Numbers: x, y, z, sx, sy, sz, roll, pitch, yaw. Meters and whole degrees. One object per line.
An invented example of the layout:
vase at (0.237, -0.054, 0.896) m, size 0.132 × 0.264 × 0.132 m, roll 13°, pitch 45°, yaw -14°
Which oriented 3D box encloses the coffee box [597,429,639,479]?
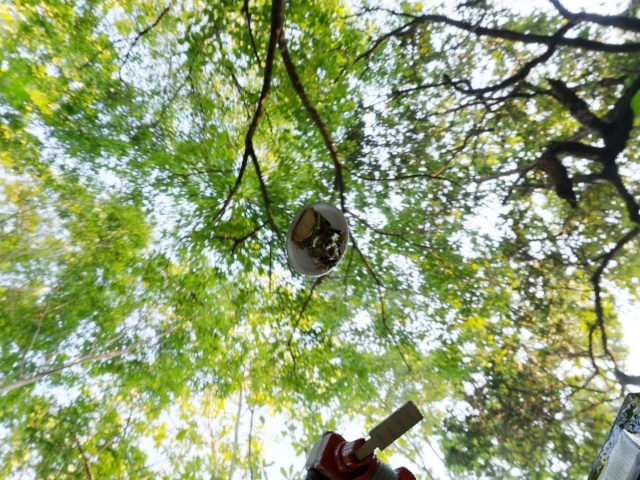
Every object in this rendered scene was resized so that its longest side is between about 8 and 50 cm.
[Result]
coffee box at (0.381, 0.404, 0.594) m, size 0.168 × 0.119 × 0.298 m, roll 25°, pitch -86°, yaw 19°

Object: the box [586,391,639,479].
box at (0.946, 0.710, 1.264) m, size 0.471 × 0.297 × 0.480 m, roll 43°, pitch -114°, yaw 0°

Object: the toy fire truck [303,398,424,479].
toy fire truck at (0.120, 0.441, 1.014) m, size 0.217 × 0.246 × 0.159 m, roll 40°, pitch -136°, yaw -7°

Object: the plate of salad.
plate of salad at (0.000, 0.000, 1.327) m, size 0.199 × 0.048 × 0.200 m, roll -10°, pitch -73°, yaw -34°
